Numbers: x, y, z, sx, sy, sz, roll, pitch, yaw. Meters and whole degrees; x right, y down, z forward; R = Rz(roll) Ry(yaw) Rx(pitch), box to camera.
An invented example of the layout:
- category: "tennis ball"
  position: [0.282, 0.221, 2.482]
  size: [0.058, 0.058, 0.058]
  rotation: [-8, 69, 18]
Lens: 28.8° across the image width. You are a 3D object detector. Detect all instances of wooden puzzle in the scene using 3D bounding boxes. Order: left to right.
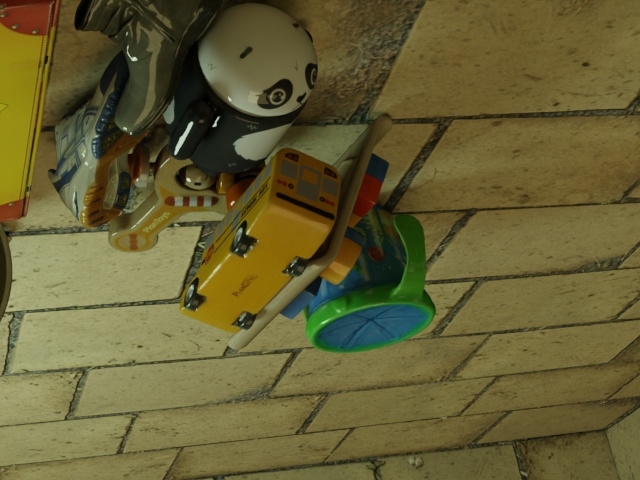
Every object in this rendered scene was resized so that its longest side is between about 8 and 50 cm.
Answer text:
- category: "wooden puzzle"
  position: [0.000, 0.000, 2.019]
  size: [0.080, 0.348, 0.322]
  rotation: [33, 141, -10]

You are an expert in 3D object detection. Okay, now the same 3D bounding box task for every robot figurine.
- category: "robot figurine"
  position: [-0.110, -0.198, 1.698]
  size: [0.173, 0.209, 0.278]
  rotation: [13, 148, -20]

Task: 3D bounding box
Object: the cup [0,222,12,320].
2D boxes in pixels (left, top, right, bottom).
- category: "cup"
  position: [-0.622, 0.062, 1.903]
  size: [0.331, 0.331, 0.237]
  rotation: [-9, 173, -7]

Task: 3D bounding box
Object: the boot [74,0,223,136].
- category: "boot"
  position: [-0.246, -0.256, 1.579]
  size: [0.161, 0.083, 0.246]
  rotation: [13, 119, -39]

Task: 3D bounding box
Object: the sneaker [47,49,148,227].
- category: "sneaker"
  position: [-0.322, -0.160, 1.766]
  size: [0.112, 0.131, 0.296]
  rotation: [-19, 143, -48]

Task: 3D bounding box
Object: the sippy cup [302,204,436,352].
- category: "sippy cup"
  position: [0.072, 0.060, 2.278]
  size: [0.305, 0.224, 0.240]
  rotation: [-20, 155, 17]

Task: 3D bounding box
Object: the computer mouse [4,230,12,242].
- category: "computer mouse"
  position: [-0.615, 0.016, 2.088]
  size: [0.193, 0.042, 0.106]
  rotation: [-27, 157, 18]

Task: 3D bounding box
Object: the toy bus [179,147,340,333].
- category: "toy bus"
  position: [-0.096, 0.011, 1.849]
  size: [0.108, 0.130, 0.333]
  rotation: [21, 142, -19]

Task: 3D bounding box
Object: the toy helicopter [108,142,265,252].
- category: "toy helicopter"
  position: [-0.240, -0.072, 1.959]
  size: [0.235, 0.140, 0.355]
  rotation: [14, 145, -36]

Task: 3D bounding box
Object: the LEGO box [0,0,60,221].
- category: "LEGO box"
  position: [-0.526, -0.192, 1.454]
  size: [0.372, 0.193, 0.500]
  rotation: [-10, 157, -23]
